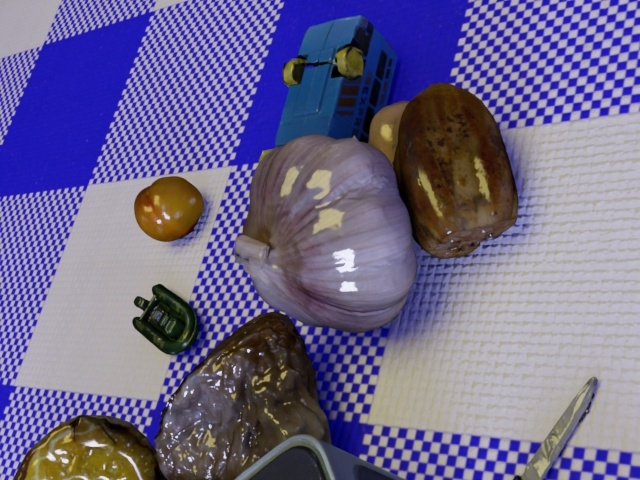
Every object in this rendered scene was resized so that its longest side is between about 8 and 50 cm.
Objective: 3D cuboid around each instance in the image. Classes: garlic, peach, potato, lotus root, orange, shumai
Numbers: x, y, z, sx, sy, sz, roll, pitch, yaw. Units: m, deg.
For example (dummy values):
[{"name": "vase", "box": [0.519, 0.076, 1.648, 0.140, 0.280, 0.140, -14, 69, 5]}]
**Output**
[{"name": "garlic", "box": [0.013, -0.007, 1.457, 0.322, 0.322, 0.241, -12, 26, 37]}, {"name": "peach", "box": [-0.307, -0.064, 1.946, 0.138, 0.138, 0.138, -22, 52, 31]}, {"name": "potato", "box": [0.130, -0.169, 1.630, 0.112, 0.112, 0.147, -1, 71, 42]}, {"name": "lotus root", "box": [0.199, -0.110, 1.491, 0.193, 0.193, 0.291, -27, 55, 28]}, {"name": "orange", "box": [-0.388, 0.476, 1.607, 0.210, 0.271, 0.368, 129, 157, -76]}, {"name": "shumai", "box": [-0.082, 0.299, 1.529, 0.283, 0.217, 0.346, 34, 105, 16]}]

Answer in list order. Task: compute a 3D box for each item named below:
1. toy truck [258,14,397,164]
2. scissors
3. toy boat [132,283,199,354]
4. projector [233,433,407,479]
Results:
[{"name": "toy truck", "box": [0.017, -0.203, 1.710, 0.161, 0.162, 0.385, -4, 64, 41]}, {"name": "scissors", "box": [0.278, 0.304, 1.260, 0.109, 0.022, 0.300, 31, 87, 44]}, {"name": "toy boat", "box": [-0.293, 0.155, 1.852, 0.210, 0.052, 0.104, 29, 84, 49]}, {"name": "projector", "box": [0.011, 0.429, 1.256, 0.248, 0.249, 0.248, -40, 44, 17]}]
